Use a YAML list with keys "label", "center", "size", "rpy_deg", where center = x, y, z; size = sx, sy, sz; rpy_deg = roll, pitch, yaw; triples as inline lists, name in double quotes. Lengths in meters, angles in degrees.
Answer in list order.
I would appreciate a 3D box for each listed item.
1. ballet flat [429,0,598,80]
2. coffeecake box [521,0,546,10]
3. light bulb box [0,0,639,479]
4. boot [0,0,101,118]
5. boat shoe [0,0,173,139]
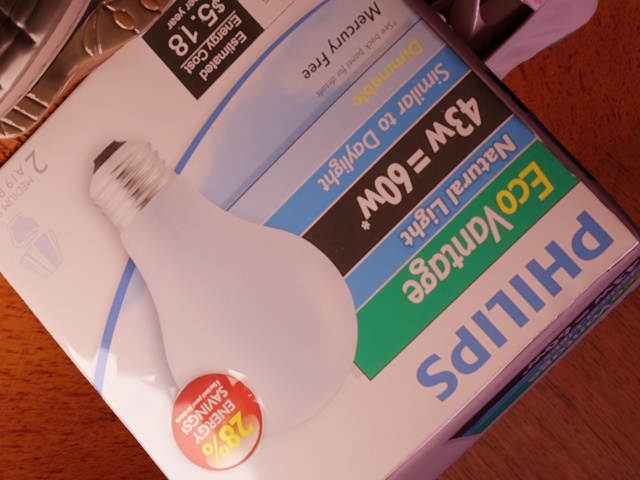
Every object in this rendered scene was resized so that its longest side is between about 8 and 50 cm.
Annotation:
- label: "ballet flat"
  center: [0.121, -0.191, 1.343]
  size: [0.400, 0.139, 0.139]
  rpy_deg: [-39, 165, -29]
- label: "coffeecake box"
  center: [0.178, -0.297, 1.108]
  size: [0.185, 0.142, 0.068]
  rpy_deg: [-46, 163, 14]
- label: "light bulb box"
  center: [0.000, 0.000, 1.064]
  size: [0.358, 0.361, 0.225]
  rpy_deg: [-45, 165, 10]
- label: "boot"
  center: [-0.062, -0.220, 0.750]
  size: [0.284, 0.138, 0.377]
  rpy_deg: [-21, 149, -54]
- label: "boat shoe"
  center: [-0.153, -0.138, 0.896]
  size: [0.178, 0.064, 0.060]
  rpy_deg: [-42, -164, 5]
